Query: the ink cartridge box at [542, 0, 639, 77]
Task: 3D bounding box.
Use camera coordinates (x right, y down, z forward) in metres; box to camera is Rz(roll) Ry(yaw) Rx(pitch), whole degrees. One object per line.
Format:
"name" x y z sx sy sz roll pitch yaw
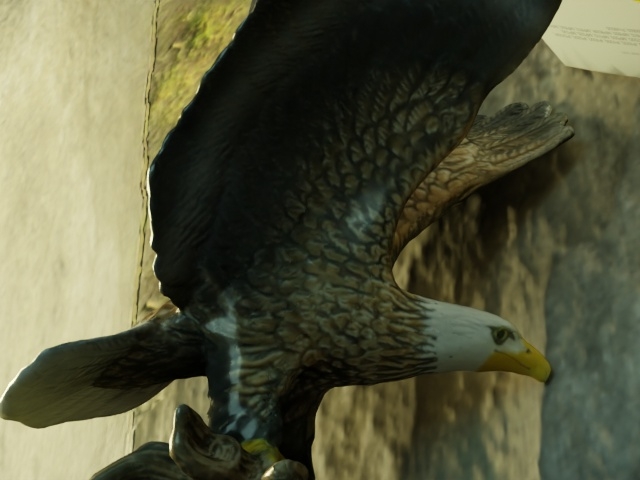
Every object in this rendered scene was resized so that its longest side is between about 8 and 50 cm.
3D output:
"ink cartridge box" 0.150 -0.180 0.889 0.128 0.176 0.127 -54 33 -14

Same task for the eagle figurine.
"eagle figurine" 0.010 0.004 0.842 0.226 0.225 0.298 -14 55 51

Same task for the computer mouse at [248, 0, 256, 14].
"computer mouse" 0.014 -0.152 1.097 0.184 0.060 0.262 11 62 51
